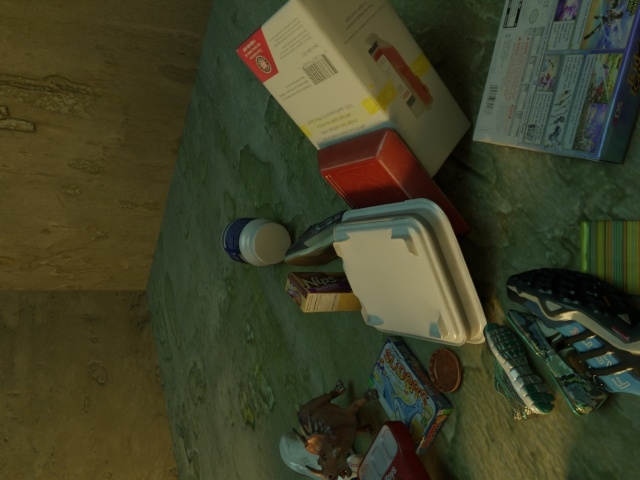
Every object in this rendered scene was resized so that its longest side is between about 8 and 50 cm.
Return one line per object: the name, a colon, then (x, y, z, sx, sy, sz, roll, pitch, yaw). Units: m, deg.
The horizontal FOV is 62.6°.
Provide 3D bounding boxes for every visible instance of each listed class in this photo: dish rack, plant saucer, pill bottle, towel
dish rack: (0.146, 0.074, 1.015, 0.332, 0.072, 0.286, -4, 112, 62)
plant saucer: (0.124, -0.087, 1.028, 0.048, 0.259, 0.258, -52, 22, -19)
plant saucer: (0.239, 0.248, 1.008, 0.083, 0.013, 0.084, -12, 77, 59)
pill bottle: (-0.206, 0.003, 1.678, 0.264, 0.153, 0.153, 4, 91, 61)
towel: (0.442, 0.025, 0.667, 0.237, 0.021, 0.102, 3, 95, 60)

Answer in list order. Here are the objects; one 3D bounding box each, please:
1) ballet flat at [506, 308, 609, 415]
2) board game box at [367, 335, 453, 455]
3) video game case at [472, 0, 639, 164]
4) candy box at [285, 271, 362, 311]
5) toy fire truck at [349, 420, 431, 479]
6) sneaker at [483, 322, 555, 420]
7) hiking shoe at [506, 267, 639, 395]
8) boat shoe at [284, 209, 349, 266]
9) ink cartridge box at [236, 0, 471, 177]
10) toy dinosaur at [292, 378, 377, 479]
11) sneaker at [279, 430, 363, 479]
ballet flat: (0.353, 0.164, 0.780, 0.070, 0.070, 0.189, -63, 39, 36)
board game box: (0.178, 0.315, 1.088, 0.201, 0.035, 0.136, 53, 132, 49)
video game case: (0.363, -0.266, 0.789, 0.244, 0.061, 0.270, 33, 116, 58)
candy box: (0.024, 0.117, 1.224, 0.109, 0.186, 0.053, 42, 123, 54)
toy fire truck: (0.137, 0.536, 1.011, 0.302, 0.169, 0.254, -69, 29, 28)
sneaker: (0.302, 0.214, 0.854, 0.076, 0.064, 0.167, 118, 144, -43)
hiking shoe: (0.362, 0.131, 0.689, 0.304, 0.113, 0.132, 31, 126, 56)
boat shoe: (0.000, 0.000, 1.376, 0.285, 0.102, 0.093, -28, 58, 53)
ink cartridge box: (0.059, -0.294, 1.010, 0.160, 0.385, 0.279, -49, 22, -20)
toy dinosaur: (0.007, 0.410, 1.183, 0.295, 0.200, 0.127, -5, 99, 63)
sneaker: (0.009, 0.529, 1.315, 0.305, 0.114, 0.152, 12, 90, 52)
